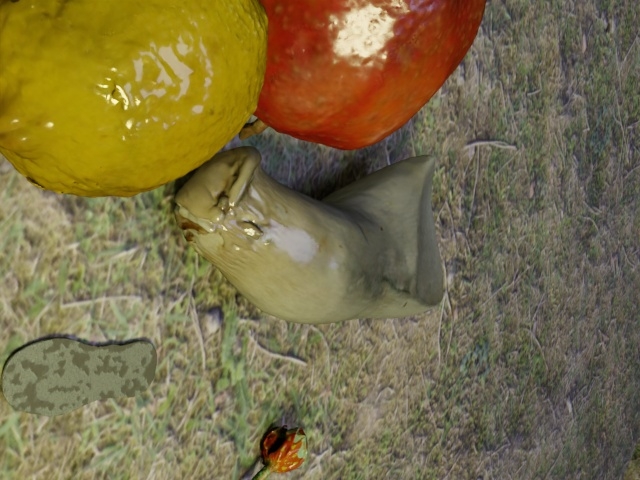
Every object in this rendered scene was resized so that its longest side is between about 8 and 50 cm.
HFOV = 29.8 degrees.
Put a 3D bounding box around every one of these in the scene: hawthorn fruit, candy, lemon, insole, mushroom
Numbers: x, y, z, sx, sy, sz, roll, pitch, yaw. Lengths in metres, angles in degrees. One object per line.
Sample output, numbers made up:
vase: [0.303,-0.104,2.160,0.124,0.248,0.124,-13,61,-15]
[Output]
hawthorn fruit: [0.011,-0.164,0.947,0.205,0.205,0.253,-25,154,-55]
candy: [-0.074,0.261,1.244,0.185,0.049,0.055,-46,-177,-34]
lemon: [-0.137,-0.127,0.810,0.231,0.192,0.192,-43,137,-35]
insole: [-0.196,0.110,0.996,0.193,0.006,0.065,3,99,-61]
mushroom: [-0.001,0.000,1.180,0.397,0.126,0.177,-4,95,-60]
